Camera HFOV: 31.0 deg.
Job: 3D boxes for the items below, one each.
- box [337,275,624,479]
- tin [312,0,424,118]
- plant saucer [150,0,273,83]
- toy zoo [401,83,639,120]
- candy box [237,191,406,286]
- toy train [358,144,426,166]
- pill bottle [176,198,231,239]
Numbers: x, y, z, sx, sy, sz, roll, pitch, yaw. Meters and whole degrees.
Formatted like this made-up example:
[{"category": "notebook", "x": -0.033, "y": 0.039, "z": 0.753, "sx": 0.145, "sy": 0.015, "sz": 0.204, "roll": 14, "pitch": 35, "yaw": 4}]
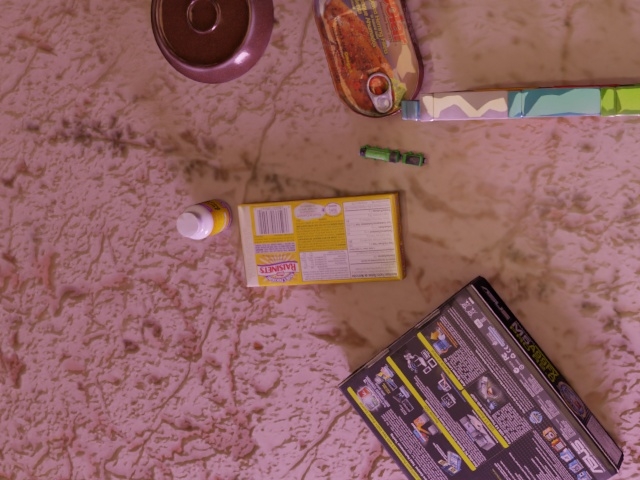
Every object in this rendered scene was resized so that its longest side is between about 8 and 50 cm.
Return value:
[{"category": "box", "x": 0.184, "y": 0.211, "z": 1.350, "sx": 0.216, "sy": 0.060, "sz": 0.270, "roll": -41, "pitch": 83, "yaw": 22}, {"category": "tin", "x": 0.057, "y": -0.236, "z": 1.337, "sx": 0.106, "sy": 0.040, "sz": 0.190, "roll": -14, "pitch": 94, "yaw": 26}, {"category": "plant saucer", "x": -0.139, "y": -0.276, "z": 1.410, "sx": 0.168, "sy": 0.029, "sz": 0.168, "roll": 4, "pitch": 101, "yaw": 21}, {"category": "toy zoo", "x": 0.226, "y": -0.145, "z": 1.203, "sx": 0.293, "sy": 0.192, "sz": 0.030, "roll": 1, "pitch": 98, "yaw": 21}, {"category": "candy box", "x": 0.000, "y": 0.000, "z": 1.402, "sx": 0.206, "sy": 0.027, "sz": 0.105, "roll": -3, "pitch": 100, "yaw": 22}, {"category": "toy train", "x": 0.083, "y": -0.099, "z": 1.356, "sx": 0.083, "sy": 0.023, "sz": 0.017, "roll": 10, "pitch": 102, "yaw": 19}, {"category": "pill bottle", "x": -0.145, "y": -0.025, "z": 1.423, "sx": 0.043, "sy": 0.083, "sz": 0.043, "roll": 4, "pitch": 100, "yaw": 20}]
